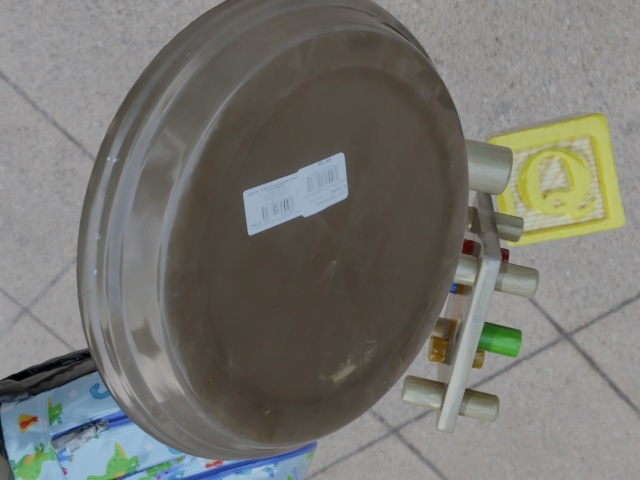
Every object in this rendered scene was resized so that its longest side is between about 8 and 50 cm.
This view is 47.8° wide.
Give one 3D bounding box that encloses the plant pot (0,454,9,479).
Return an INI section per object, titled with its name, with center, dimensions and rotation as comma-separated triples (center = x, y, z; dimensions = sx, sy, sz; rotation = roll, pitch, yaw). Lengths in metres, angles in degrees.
[plant pot]
center = -0.309, 0.211, 0.568
dimensions = 0.108, 0.109, 0.096
rotation = -14, 155, 17

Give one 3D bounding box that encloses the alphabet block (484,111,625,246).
[alphabet block]
center = 0.394, -0.110, 1.241
dimensions = 0.193, 0.197, 0.193
rotation = -13, 96, 15

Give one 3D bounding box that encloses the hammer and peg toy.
[hammer and peg toy]
center = 0.207, 0.036, 0.959
dimensions = 0.127, 0.266, 0.362
rotation = 12, 112, 5

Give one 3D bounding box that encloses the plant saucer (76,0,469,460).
[plant saucer]
center = 0.000, 0.000, 0.410
dimensions = 0.041, 0.277, 0.278
rotation = 20, 131, 44

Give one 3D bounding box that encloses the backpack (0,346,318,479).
[backpack]
center = -0.176, 0.204, 0.835
dimensions = 0.355, 0.290, 0.273
rotation = -29, 78, -6
